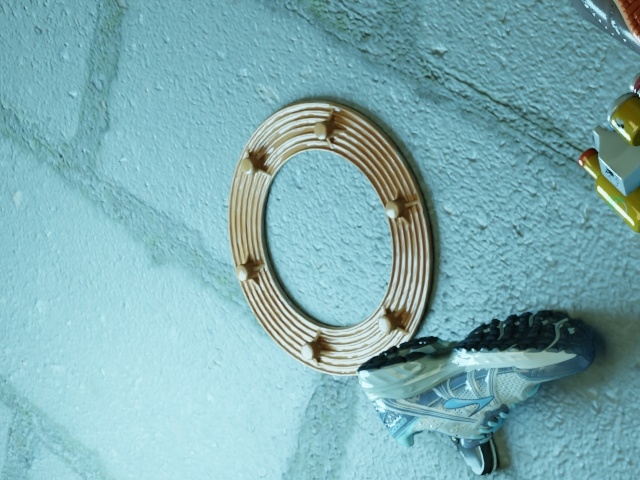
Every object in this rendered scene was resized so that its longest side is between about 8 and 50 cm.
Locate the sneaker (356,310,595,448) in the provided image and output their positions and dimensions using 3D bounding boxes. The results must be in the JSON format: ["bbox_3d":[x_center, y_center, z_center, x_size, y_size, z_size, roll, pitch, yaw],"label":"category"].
[{"bbox_3d":[0.183,0.159,2.160,0.283,0.110,0.122,-13,105,34],"label":"sneaker"}]

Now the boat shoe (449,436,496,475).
[{"bbox_3d":[0.157,0.211,2.245,0.049,0.042,0.133,-34,77,41],"label":"boat shoe"}]

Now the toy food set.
[{"bbox_3d":[0.309,-0.111,1.942,0.111,0.232,0.104,-40,64,-4],"label":"toy food set"}]

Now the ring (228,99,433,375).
[{"bbox_3d":[0.000,0.000,2.355,0.336,0.032,0.336,12,108,41],"label":"ring"}]

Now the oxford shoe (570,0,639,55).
[{"bbox_3d":[0.318,-0.239,1.965,0.271,0.097,0.098,52,163,15],"label":"oxford shoe"}]
